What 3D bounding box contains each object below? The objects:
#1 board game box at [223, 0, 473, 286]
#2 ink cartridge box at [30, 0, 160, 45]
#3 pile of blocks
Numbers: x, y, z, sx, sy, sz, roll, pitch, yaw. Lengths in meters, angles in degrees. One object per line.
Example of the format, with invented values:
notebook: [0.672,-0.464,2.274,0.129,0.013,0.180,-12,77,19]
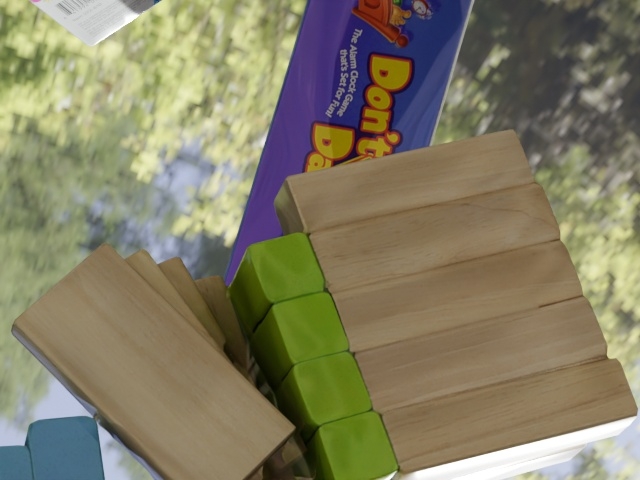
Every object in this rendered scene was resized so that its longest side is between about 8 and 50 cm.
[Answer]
board game box: [0.000,0.000,1.051,0.078,0.233,0.347,16,-96,0]
ink cartridge box: [-0.118,-0.160,0.982,0.088,0.122,0.052,-31,-120,13]
pile of blocks: [-0.061,0.103,0.623,0.362,0.112,0.149,-39,-100,-26]
